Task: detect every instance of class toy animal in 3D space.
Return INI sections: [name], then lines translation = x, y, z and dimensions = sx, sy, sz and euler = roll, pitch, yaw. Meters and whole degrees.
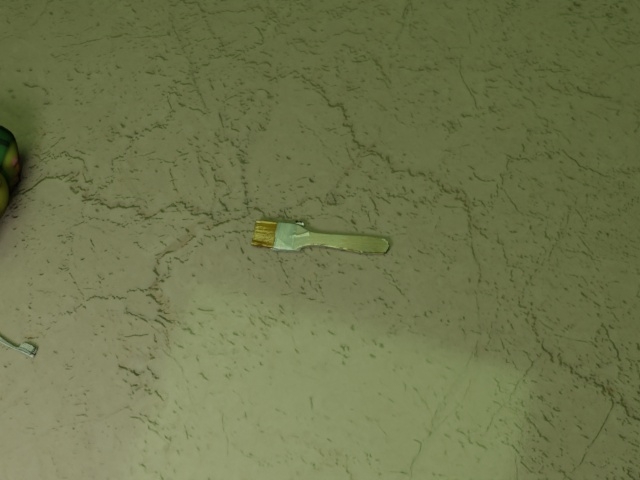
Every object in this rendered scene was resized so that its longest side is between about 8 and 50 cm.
[toy animal]
translation = -0.862, -0.142, 1.727
dimensions = 0.191, 0.216, 0.338
euler = 15, 59, -18

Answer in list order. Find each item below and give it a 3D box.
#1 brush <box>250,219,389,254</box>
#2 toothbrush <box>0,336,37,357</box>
[brush]
translation = 0.000, 0.000, 1.711
dimensions = 0.336, 0.020, 0.085
euler = 7, 67, 6
[toothbrush]
translation = -0.804, 0.216, 1.681
dimensions = 0.288, 0.021, 0.024
euler = 20, 59, 12
